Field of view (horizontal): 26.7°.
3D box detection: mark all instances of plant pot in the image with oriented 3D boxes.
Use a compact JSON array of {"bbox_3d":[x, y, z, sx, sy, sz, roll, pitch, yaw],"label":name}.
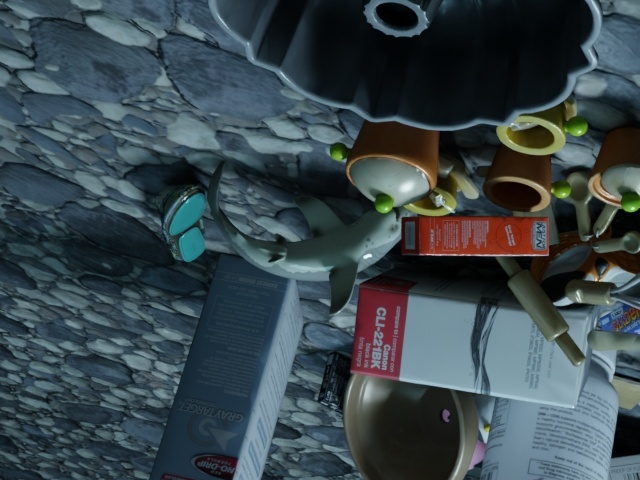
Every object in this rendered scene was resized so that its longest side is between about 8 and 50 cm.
[{"bbox_3d":[0.152,0.265,1.985,0.110,0.237,0.237,-4,173,-45],"label":"plant pot"}]

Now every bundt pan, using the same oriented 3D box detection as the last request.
[{"bbox_3d":[0.075,-0.231,1.104,0.331,0.124,0.331,13,154,6],"label":"bundt pan"}]

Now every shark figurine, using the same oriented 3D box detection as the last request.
[{"bbox_3d":[-0.026,0.013,1.610,0.278,0.166,0.116,8,163,18],"label":"shark figurine"}]

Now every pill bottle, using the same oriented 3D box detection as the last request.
[{"bbox_3d":[0.302,0.254,1.761,0.160,0.283,0.160,12,154,6],"label":"pill bottle"}]

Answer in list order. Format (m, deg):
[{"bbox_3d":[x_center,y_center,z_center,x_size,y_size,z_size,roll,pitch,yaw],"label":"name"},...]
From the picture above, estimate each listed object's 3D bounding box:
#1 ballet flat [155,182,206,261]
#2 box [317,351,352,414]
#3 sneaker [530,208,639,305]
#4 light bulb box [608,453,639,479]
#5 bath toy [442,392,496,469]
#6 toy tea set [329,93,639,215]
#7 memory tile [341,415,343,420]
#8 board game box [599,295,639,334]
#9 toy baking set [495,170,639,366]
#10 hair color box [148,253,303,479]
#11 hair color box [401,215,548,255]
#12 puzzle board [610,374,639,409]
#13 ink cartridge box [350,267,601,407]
[{"bbox_3d":[-0.183,-0.033,1.706,0.070,0.070,0.188,14,153,1],"label":"ballet flat"},{"bbox_3d":[0.035,0.221,2.066,0.067,0.083,0.018,29,150,-28],"label":"box"},{"bbox_3d":[0.362,0.013,1.494,0.121,0.099,0.262,11,160,-37],"label":"sneaker"},{"bbox_3d":[0.467,0.485,2.081,0.358,0.225,0.361,-5,156,-9],"label":"light bulb box"},{"bbox_3d":[0.219,0.304,2.085,0.348,0.129,0.151,-14,108,43],"label":"bath toy"},{"bbox_3d":[0.180,-0.063,1.378,0.336,0.124,0.200,-4,148,34],"label":"toy tea set"},{"bbox_3d":[0.097,0.342,2.257,0.113,0.012,0.148,30,-172,-22],"label":"memory tile"},{"bbox_3d":[0.436,0.074,1.518,0.201,0.035,0.136,-5,161,-24],"label":"board game box"},{"bbox_3d":[0.292,0.044,1.448,0.030,0.256,0.197,-18,162,-43],"label":"toy baking set"},{"bbox_3d":[-0.126,0.229,1.834,0.114,0.374,0.185,10,153,10],"label":"hair color box"},{"bbox_3d":[0.161,-0.005,1.416,0.141,0.043,0.072,0,180,-12],"label":"hair color box"},{"bbox_3d":[0.400,0.207,1.928,0.128,0.011,0.096,16,155,-1],"label":"puzzle board"},{"bbox_3d":[0.194,0.113,1.641,0.273,0.114,0.197,7,-174,15],"label":"ink cartridge box"}]
